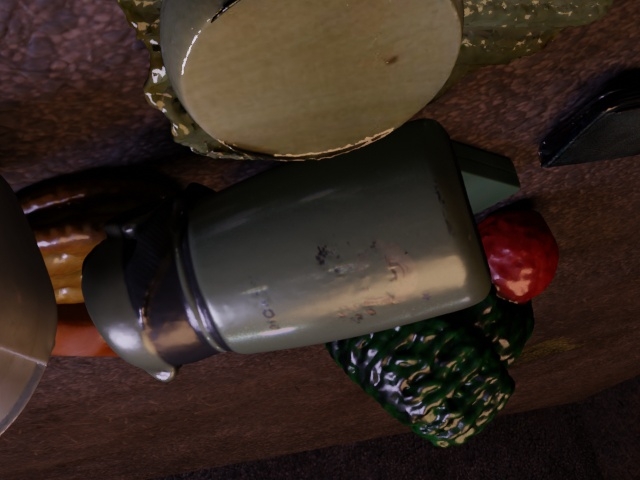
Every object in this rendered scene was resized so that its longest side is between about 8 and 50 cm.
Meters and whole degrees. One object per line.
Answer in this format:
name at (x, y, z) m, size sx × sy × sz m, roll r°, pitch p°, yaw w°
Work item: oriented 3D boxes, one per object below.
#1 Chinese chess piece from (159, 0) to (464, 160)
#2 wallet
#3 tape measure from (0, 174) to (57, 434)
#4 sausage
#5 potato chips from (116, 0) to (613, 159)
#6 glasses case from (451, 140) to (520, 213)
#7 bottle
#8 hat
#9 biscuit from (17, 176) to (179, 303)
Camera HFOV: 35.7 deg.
Chinese chess piece at (-0.005, -0.132, 0.617) m, size 0.188 × 0.083 × 0.188 m, roll -9°, pitch 148°, yaw -6°
wallet at (0.411, -0.144, 1.101) m, size 0.317 × 0.045 × 0.172 m, roll -10°, pitch 163°, yaw -16°
tape measure at (-0.347, 0.070, 0.802) m, size 0.265 × 0.258 × 0.130 m, roll -17°, pitch 158°, yaw 7°
sausage at (-0.253, 0.100, 1.226) m, size 0.300 × 0.084 × 0.089 m, roll 7°, pitch 151°, yaw -42°
potato chips at (0.066, -0.181, 0.711) m, size 0.429 × 0.070 × 0.358 m, roll -8°, pitch 157°, yaw -19°
glasses case at (0.146, -0.071, 1.111) m, size 0.077 × 0.040 × 0.184 m, roll -30°, pitch 156°, yaw 34°
bottle at (-0.036, 0.016, 0.866) m, size 0.346 × 0.169 × 0.168 m, roll -15°, pitch 161°, yaw 9°
hat at (0.187, 0.091, 1.354) m, size 0.332 × 0.274 × 0.242 m, roll -47°, pitch 166°, yaw 6°
biscuit at (-0.234, 0.005, 1.005) m, size 0.220 × 0.066 × 0.220 m, roll -11°, pitch 162°, yaw -4°
